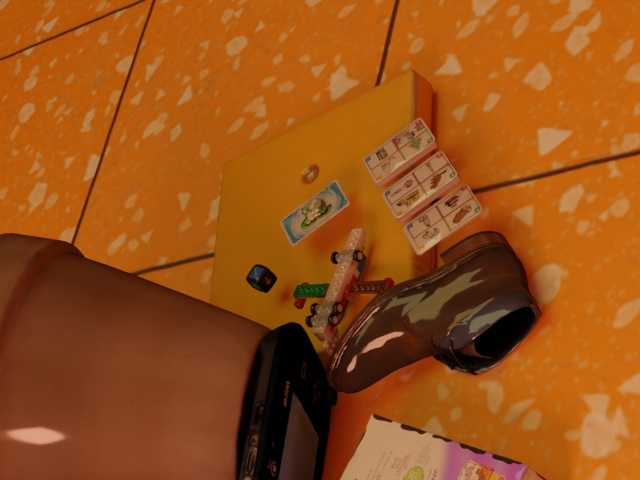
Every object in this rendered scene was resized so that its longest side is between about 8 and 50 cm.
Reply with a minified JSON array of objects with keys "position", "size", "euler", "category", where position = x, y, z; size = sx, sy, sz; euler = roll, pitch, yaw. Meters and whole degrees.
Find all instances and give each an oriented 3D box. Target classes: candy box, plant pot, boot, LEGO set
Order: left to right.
[{"position":[-0.194,0.166,1.488],"size":[0.280,0.323,0.323],"euler":[7,60,10],"category":"plant pot"},{"position":[0.042,0.004,1.526],"size":[0.244,0.060,0.182],"euler":[-36,38,7],"category":"LEGO set"},{"position":[0.092,0.255,1.308],"size":[0.196,0.070,0.165],"euler":[13,71,50],"category":"candy box"},{"position":[0.105,0.089,1.416],"size":[0.219,0.082,0.106],"euler":[-41,38,8],"category":"boot"}]

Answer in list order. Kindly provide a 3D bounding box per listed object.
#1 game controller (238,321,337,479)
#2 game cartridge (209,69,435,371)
[{"position":[-0.038,0.237,1.385],"size":[0.067,0.166,0.319],"euler":[3,58,9],"category":"game controller"},{"position":[0.000,0.000,1.635],"size":[0.285,0.053,0.323],"euler":[-24,48,33],"category":"game cartridge"}]
